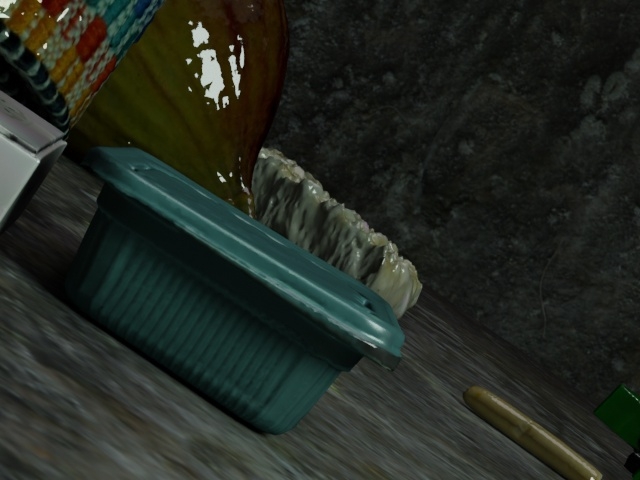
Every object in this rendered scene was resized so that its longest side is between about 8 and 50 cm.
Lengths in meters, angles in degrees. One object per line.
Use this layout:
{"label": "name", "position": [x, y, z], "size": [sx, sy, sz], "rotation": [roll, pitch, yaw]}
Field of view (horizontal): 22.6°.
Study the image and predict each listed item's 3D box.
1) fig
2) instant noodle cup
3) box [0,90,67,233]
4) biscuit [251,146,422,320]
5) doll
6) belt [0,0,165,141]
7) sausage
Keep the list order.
{"label": "fig", "position": [-0.105, -0.085, 1.169], "size": [0.217, 0.217, 0.321], "rotation": [30, 34, -57]}
{"label": "instant noodle cup", "position": [-0.045, 0.023, 0.726], "size": [0.157, 0.070, 0.179], "rotation": [33, 4, -1]}
{"label": "box", "position": [-0.182, -0.058, 0.701], "size": [0.129, 0.051, 0.130], "rotation": [34, 4, -7]}
{"label": "biscuit", "position": [0.000, 0.000, 1.459], "size": [0.179, 0.084, 0.281], "rotation": [38, 2, -46]}
{"label": "doll", "position": [0.339, 0.218, 1.421], "size": [0.134, 0.106, 0.186], "rotation": [24, 26, -45]}
{"label": "belt", "position": [-0.229, -0.167, 0.829], "size": [0.295, 0.160, 0.207], "rotation": [32, -17, -5]}
{"label": "sausage", "position": [0.173, 0.161, 1.314], "size": [0.132, 0.024, 0.024], "rotation": [36, 3, 16]}
